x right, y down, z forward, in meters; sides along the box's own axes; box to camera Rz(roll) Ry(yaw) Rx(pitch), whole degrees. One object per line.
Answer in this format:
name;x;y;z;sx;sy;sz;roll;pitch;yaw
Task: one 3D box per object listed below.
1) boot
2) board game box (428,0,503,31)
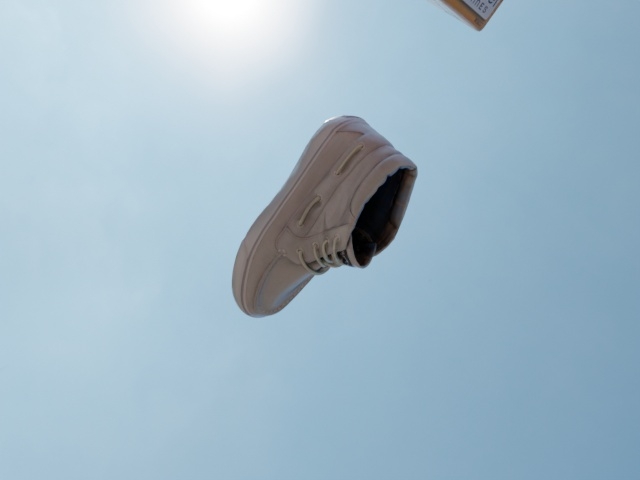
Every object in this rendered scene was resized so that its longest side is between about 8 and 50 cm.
boot;0.000;0.000;0.723;0.123;0.095;0.258;45;-66;44
board game box;0.021;-0.437;0.471;0.356;0.356;0.356;48;-68;34
